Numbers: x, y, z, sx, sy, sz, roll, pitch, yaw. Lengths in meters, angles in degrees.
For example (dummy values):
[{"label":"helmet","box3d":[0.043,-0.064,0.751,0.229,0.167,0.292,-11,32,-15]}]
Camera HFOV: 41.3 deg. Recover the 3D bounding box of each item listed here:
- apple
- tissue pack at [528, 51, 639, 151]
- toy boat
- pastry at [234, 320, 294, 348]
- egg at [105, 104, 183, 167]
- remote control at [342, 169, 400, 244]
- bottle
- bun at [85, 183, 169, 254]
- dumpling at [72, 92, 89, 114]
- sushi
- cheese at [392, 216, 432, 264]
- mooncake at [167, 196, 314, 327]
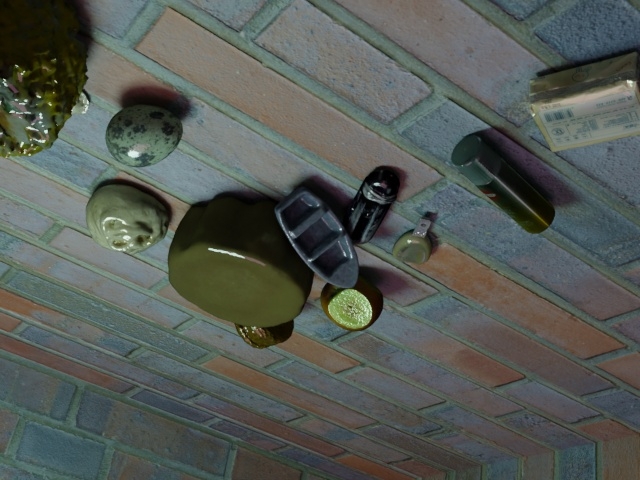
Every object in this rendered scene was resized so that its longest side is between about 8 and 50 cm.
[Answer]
[{"label":"apple","box3d":[0.079,0.163,2.263,0.147,0.163,0.146,39,98,-22]},{"label":"tissue pack","box3d":[0.493,-0.246,1.534,0.196,0.092,0.148,-9,143,31]},{"label":"toy boat","box3d":[0.000,0.000,2.001,0.283,0.127,0.078,54,171,-27]},{"label":"pastry","box3d":[-0.162,0.215,2.403,0.103,0.189,0.188,-25,135,32]},{"label":"egg","box3d":[-0.373,-0.224,1.804,0.172,0.132,0.132,-13,143,16]},{"label":"remote control","box3d":[0.113,-0.071,1.961,0.090,0.066,0.266,14,149,-8]},{"label":"bottle","box3d":[0.387,-0.115,1.790,0.082,0.082,0.286,-20,137,40]},{"label":"bun","box3d":[-0.493,-0.037,2.148,0.231,0.133,0.231,7,147,4]},{"label":"dumpling","box3d":[-0.530,-0.301,1.817,0.077,0.043,0.059,38,125,-13]},{"label":"sushi","box3d":[-0.649,-0.338,1.607,0.396,0.240,0.351,22,148,-13]},{"label":"cheese","box3d":[0.234,-0.004,2.063,0.097,0.037,0.192,10,148,-1]},{"label":"mooncake","box3d":[-0.192,0.048,2.142,0.378,0.201,0.378,10,146,7]}]
